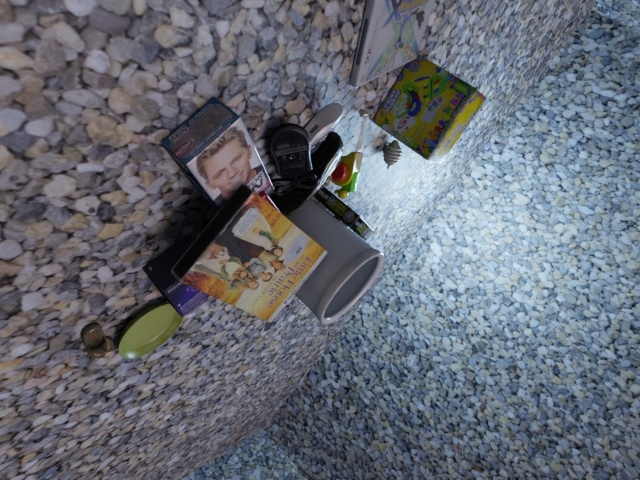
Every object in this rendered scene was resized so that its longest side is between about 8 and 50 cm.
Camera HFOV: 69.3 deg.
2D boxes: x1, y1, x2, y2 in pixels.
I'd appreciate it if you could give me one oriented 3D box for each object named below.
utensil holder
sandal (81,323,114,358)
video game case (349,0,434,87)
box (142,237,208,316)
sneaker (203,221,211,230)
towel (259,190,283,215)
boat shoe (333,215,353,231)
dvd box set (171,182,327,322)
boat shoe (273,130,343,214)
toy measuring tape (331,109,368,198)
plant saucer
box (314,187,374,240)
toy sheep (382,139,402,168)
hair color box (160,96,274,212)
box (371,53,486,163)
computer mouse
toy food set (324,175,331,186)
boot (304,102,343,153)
[{"bbox_3d":[-0.014,0.058,1.707,0.328,0.385,0.327,-40,156,-21],"label":"utensil holder"},{"bbox_3d":[-0.648,0.305,1.357,0.072,0.049,0.180,-36,155,-30],"label":"sandal"},{"bbox_3d":[0.236,-0.663,1.448,0.329,0.036,0.299,-36,155,-31],"label":"video game case"},{"bbox_3d":[-0.417,0.116,1.405,0.153,0.108,0.207,-41,158,-19],"label":"box"},{"bbox_3d":[-0.255,-0.062,1.456,0.286,0.109,0.130,-14,129,-63],"label":"sneaker"},{"bbox_3d":[-0.229,-0.006,1.381,0.274,0.031,0.199,-49,158,-7],"label":"towel"},{"bbox_3d":[0.000,0.000,2.001,0.132,0.130,0.355,-12,-158,43],"label":"boat shoe"},{"bbox_3d":[-0.184,0.059,1.361,0.307,0.062,0.420,-50,142,-1],"label":"dvd box set"},{"bbox_3d":[-0.026,-0.218,1.585,0.324,0.123,0.120,-50,163,5],"label":"boat shoe"},{"bbox_3d":[0.095,-0.319,1.719,0.121,0.122,0.329,-14,117,-56],"label":"toy measuring tape"},{"bbox_3d":[-0.558,0.286,1.518,0.241,0.037,0.241,-40,157,-21],"label":"plant saucer"},{"bbox_3d":[0.095,-0.109,1.868,0.060,0.216,0.270,-49,158,3],"label":"box"},{"bbox_3d":[0.314,-0.375,2.024,0.091,0.091,0.131,-23,128,-49],"label":"toy sheep"},{"bbox_3d":[-0.251,-0.188,1.216,0.174,0.105,0.347,-45,158,-10],"label":"hair color box"},{"bbox_3d":[0.402,-0.489,1.733,0.177,0.279,0.289,-8,135,-59],"label":"box"},{"bbox_3d":[-0.097,-0.258,1.411,0.189,0.072,0.272,-9,144,-7],"label":"computer mouse"},{"bbox_3d":[-0.001,-0.227,1.698,0.083,0.020,0.083,2,149,-12],"label":"toy food set"},{"bbox_3d":[0.000,-0.356,1.486,0.190,0.069,0.086,-41,166,1],"label":"boot"}]
